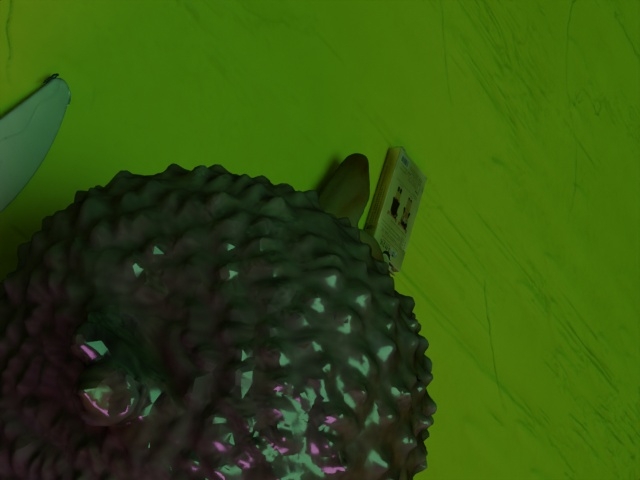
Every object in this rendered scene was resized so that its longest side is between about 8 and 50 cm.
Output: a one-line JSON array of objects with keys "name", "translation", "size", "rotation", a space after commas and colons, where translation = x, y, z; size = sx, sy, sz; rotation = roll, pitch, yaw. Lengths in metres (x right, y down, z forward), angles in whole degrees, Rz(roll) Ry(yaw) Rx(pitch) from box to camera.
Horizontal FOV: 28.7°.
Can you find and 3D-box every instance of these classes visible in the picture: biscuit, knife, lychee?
[{"name": "biscuit", "translation": [0.000, 0.001, 1.397], "size": [0.208, 0.047, 0.164], "rotation": [-24, 109, -52]}, {"name": "knife", "translation": [-0.293, -0.039, 1.005], "size": [0.336, 0.043, 0.081], "rotation": [-44, 125, -47]}, {"name": "lychee", "translation": [-0.084, 0.126, 1.016], "size": [0.432, 0.380, 0.380], "rotation": [27, 65, -67]}]

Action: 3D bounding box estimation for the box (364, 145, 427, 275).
[{"name": "box", "translation": [0.091, -0.036, 1.547], "size": [0.073, 0.020, 0.149], "rotation": [46, 53, -44]}]
